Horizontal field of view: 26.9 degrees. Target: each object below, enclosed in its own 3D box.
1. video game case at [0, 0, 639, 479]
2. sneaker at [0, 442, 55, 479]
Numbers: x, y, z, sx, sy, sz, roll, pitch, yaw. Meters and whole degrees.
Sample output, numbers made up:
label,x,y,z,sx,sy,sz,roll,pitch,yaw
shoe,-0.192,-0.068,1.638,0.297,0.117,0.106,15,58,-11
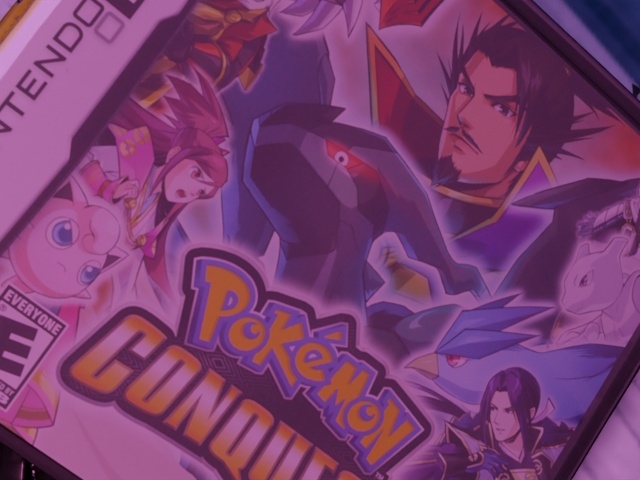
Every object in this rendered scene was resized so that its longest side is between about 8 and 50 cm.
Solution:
label,x,y,z,sx,sy,sz,roll,pitch,yaw
video game case,0.000,0.000,0.494,0.275,0.035,0.248,39,76,-17
sneaker,-0.107,0.045,0.528,0.079,0.121,0.217,-2,65,6
